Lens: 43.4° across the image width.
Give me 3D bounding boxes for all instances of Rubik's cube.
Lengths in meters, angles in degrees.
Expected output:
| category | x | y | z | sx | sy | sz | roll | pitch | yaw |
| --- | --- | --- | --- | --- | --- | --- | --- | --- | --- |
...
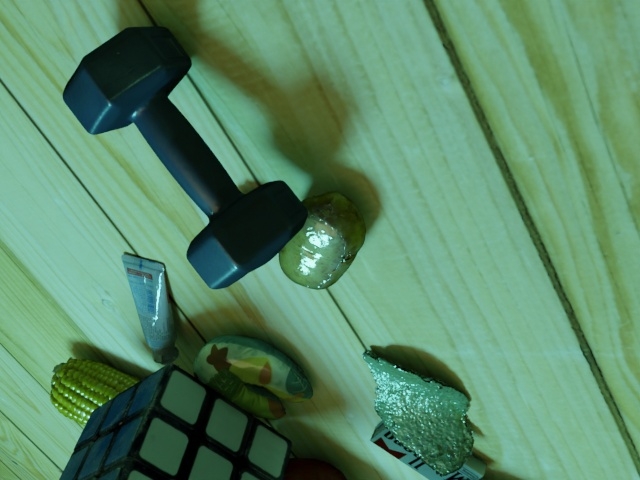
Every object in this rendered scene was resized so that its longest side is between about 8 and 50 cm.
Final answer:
| category | x | y | z | sx | sy | sz | roll | pitch | yaw |
| --- | --- | --- | --- | --- | --- | --- | --- | --- | --- |
| Rubik's cube | -0.277 | 0.452 | 1.428 | 0.303 | 0.301 | 0.305 | 37 | 134 | -20 |

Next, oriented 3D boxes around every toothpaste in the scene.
| category | x | y | z | sx | sy | sz | roll | pitch | yaw |
| --- | --- | --- | --- | --- | --- | --- | --- | --- | --- |
| toothpaste | -0.302 | 0.126 | 1.460 | 0.089 | 0.057 | 0.234 | 12 | 131 | 21 |

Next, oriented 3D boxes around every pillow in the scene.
| category | x | y | z | sx | sy | sz | roll | pitch | yaw |
| --- | --- | --- | --- | --- | --- | --- | --- | --- | --- |
| pillow | -0.125 | 0.247 | 1.449 | 0.214 | 0.086 | 0.233 | 30 | 141 | -14 |

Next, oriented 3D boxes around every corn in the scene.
| category | x | y | z | sx | sy | sz | roll | pitch | yaw |
| --- | --- | --- | --- | --- | --- | --- | --- | --- | --- |
| corn | -0.410 | 0.359 | 1.712 | 0.387 | 0.144 | 0.144 | 20 | 141 | 19 |

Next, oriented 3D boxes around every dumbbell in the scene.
| category | x | y | z | sx | sy | sz | roll | pitch | yaw |
| --- | --- | --- | --- | --- | --- | --- | --- | --- | --- |
| dumbbell | -0.163 | -0.102 | 0.989 | 0.325 | 0.144 | 0.160 | 52 | 142 | -4 |

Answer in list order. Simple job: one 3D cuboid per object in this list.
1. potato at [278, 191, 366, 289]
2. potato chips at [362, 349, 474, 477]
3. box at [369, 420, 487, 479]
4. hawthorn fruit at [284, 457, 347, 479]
| category | x | y | z | sx | sy | sz | roll | pitch | yaw |
| --- | --- | --- | --- | --- | --- | --- | --- | --- | --- |
| potato | 0.000 | 0.000 | 1.082 | 0.107 | 0.080 | 0.170 | 36 | 134 | 12 |
| potato chips | 0.156 | 0.271 | 1.283 | 0.167 | 0.059 | 0.228 | -5 | 118 | 26 |
| box | 0.184 | 0.364 | 1.386 | 0.177 | 0.036 | 0.115 | 34 | 143 | -2 |
| hawthorn fruit | -0.053 | 0.567 | 1.607 | 0.265 | 0.265 | 0.307 | 32 | 159 | 1 |
